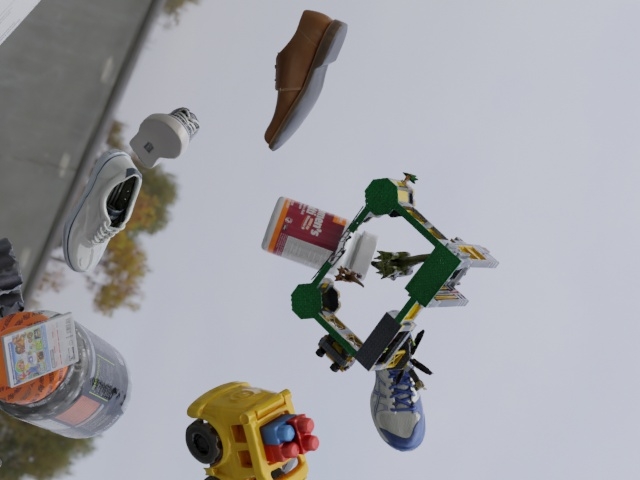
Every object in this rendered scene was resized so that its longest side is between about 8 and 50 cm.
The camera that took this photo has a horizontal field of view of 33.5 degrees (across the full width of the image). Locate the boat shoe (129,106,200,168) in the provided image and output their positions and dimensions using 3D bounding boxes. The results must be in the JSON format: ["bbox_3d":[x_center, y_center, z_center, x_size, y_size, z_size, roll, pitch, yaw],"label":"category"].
[{"bbox_3d":[-0.363,-0.284,2.655,0.158,0.127,0.340,-42,-166,-22],"label":"boat shoe"}]

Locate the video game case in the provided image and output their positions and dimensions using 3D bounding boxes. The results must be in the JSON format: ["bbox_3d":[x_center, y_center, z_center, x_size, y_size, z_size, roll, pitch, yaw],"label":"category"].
[{"bbox_3d":[-0.437,0.170,1.664,0.011,0.122,0.087,20,-60,42],"label":"video game case"}]

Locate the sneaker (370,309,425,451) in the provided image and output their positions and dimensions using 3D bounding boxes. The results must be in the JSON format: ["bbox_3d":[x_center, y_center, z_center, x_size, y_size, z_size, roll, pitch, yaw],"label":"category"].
[{"bbox_3d":[0.154,0.285,2.203,0.131,0.112,0.296,88,-5,-60],"label":"sneaker"}]

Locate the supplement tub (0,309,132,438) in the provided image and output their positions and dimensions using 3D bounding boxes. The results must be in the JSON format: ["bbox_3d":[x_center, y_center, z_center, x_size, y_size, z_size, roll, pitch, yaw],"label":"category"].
[{"bbox_3d":[-0.502,0.254,2.020,0.338,0.207,0.207,66,37,-69],"label":"supplement tub"}]

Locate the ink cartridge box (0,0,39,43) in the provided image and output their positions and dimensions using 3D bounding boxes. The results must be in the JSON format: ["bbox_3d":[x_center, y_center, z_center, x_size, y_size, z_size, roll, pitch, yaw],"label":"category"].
[{"bbox_3d":[-0.556,-0.412,1.591,0.168,0.171,0.232,-55,169,-21],"label":"ink cartridge box"}]

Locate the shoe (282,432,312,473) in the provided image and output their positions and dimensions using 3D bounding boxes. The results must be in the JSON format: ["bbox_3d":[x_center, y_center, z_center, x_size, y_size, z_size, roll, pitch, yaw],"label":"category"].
[{"bbox_3d":[-0.085,0.495,2.536,0.178,0.081,0.063,-66,165,16],"label":"shoe"}]

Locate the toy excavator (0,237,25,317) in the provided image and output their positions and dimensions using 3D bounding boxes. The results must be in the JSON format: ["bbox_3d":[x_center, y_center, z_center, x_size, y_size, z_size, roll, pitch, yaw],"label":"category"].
[{"bbox_3d":[-0.783,-0.020,2.175,0.445,0.222,0.433,66,-22,15],"label":"toy excavator"}]

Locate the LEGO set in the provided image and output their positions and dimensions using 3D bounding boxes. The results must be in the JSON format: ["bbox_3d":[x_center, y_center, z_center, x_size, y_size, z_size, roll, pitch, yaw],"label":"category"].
[{"bbox_3d":[0.131,0.064,1.754,0.255,0.192,0.331,35,-75,27],"label":"LEGO set"}]

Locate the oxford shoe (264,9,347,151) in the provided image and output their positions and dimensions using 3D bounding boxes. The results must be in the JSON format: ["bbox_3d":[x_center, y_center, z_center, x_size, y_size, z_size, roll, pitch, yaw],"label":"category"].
[{"bbox_3d":[-0.038,-0.231,1.530,0.212,0.076,0.076,-64,169,15],"label":"oxford shoe"}]

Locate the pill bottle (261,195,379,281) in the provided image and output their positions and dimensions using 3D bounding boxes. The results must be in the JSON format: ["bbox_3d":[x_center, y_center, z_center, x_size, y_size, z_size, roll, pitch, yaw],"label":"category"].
[{"bbox_3d":[0.000,0.000,2.172,0.121,0.221,0.121,-160,-90,-89],"label":"pill bottle"}]

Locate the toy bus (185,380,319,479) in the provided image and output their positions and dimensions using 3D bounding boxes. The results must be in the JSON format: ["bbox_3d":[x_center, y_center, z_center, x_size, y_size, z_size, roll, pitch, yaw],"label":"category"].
[{"bbox_3d":[-0.090,0.349,1.736,0.212,0.149,0.220,-5,-78,39],"label":"toy bus"}]

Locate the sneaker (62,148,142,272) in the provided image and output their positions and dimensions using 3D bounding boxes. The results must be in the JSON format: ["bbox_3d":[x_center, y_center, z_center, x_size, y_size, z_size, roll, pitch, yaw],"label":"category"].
[{"bbox_3d":[-0.406,-0.040,1.968,0.091,0.094,0.258,45,-59,41],"label":"sneaker"}]
